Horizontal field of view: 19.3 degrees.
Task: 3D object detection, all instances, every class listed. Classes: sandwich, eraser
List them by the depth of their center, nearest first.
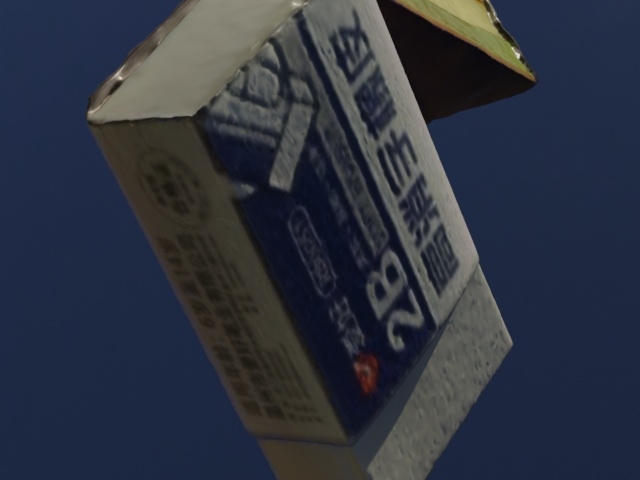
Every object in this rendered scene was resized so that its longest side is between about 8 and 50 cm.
[{"bbox_3d":[0.000,0.000,0.759,0.068,0.210,0.124,0,-142,36],"label":"eraser"},{"bbox_3d":[0.044,-0.156,1.068,0.144,0.187,0.117,-24,-118,-12],"label":"sandwich"}]
